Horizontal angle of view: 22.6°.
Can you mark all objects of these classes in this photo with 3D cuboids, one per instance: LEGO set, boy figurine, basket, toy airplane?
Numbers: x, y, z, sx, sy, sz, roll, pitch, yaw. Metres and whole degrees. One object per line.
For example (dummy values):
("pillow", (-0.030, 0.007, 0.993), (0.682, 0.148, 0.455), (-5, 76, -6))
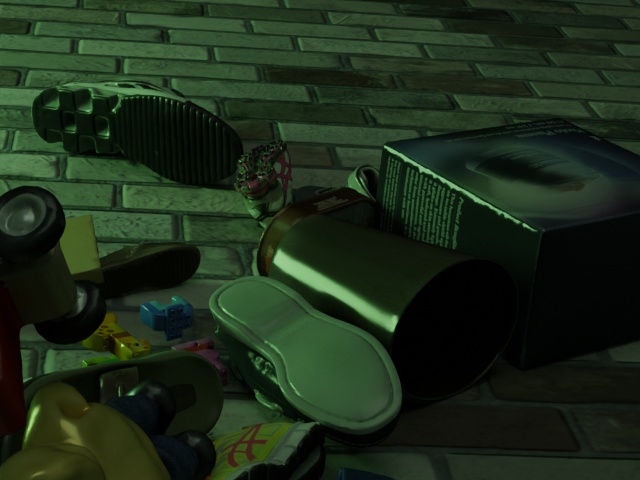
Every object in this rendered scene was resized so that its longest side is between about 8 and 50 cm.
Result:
("LEGO set", (-0.184, 0.117, 1.615), (0.227, 0.087, 0.093), (-12, 28, -34))
("boy figurine", (-0.166, 0.185, 1.227), (0.177, 0.092, 0.285), (49, 15, 5))
("basket", (0.063, 0.062, 1.736), (0.227, 0.154, 0.204), (21, 25, 41))
("toy airplane", (-0.376, -0.019, 1.265), (0.272, 0.386, 0.384), (-33, 11, -12))

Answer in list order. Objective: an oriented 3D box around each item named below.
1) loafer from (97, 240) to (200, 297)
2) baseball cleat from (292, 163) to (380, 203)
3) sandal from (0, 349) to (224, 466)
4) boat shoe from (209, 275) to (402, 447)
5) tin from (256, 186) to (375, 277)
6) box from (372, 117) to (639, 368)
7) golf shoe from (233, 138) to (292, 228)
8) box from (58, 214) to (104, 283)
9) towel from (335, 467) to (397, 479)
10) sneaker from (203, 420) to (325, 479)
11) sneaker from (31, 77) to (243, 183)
("loafer", (-0.209, 0.026, 1.867), (0.148, 0.056, 0.050), (-10, 33, -33))
("baseball cleat", (0.039, -0.058, 2.060), (0.072, 0.109, 0.206), (-25, 34, -36))
("sandal", (-0.180, 0.164, 1.442), (0.086, 0.120, 0.303), (-1, 13, 38))
("boat shoe", (-0.008, 0.133, 1.611), (0.114, 0.091, 0.302), (-24, 34, -17))
("tin", (0.000, 0.000, 1.921), (0.040, 0.106, 0.190), (31, 33, 32))
("box", (0.267, -0.010, 1.912), (0.296, 0.182, 0.294), (-11, 29, -34))
("golf shoe", (-0.071, -0.073, 2.120), (0.067, 0.086, 0.186), (-17, 22, 13))
("box", (-0.353, 0.026, 1.828), (0.201, 0.021, 0.164), (-10, 25, -8))
("towel", (0.038, 0.246, 1.433), (0.067, 0.029, 0.119), (9, 22, 7))
("sneaker", (-0.075, 0.217, 1.428), (0.094, 0.081, 0.208), (7, 15, 24))
("sneaker", (-0.233, -0.173, 2.258), (0.331, 0.122, 0.146), (17, 27, 25))
